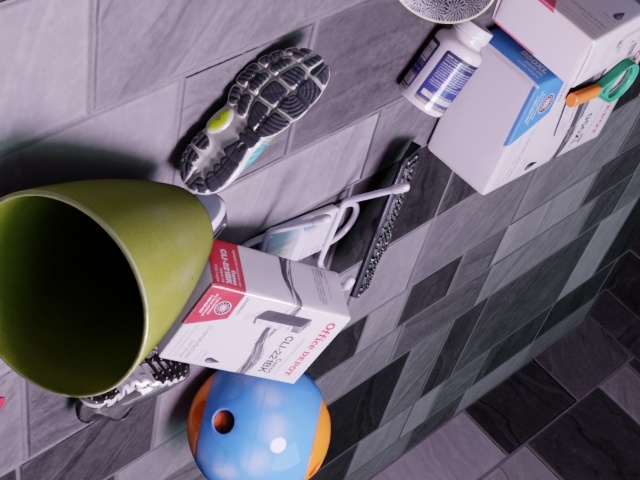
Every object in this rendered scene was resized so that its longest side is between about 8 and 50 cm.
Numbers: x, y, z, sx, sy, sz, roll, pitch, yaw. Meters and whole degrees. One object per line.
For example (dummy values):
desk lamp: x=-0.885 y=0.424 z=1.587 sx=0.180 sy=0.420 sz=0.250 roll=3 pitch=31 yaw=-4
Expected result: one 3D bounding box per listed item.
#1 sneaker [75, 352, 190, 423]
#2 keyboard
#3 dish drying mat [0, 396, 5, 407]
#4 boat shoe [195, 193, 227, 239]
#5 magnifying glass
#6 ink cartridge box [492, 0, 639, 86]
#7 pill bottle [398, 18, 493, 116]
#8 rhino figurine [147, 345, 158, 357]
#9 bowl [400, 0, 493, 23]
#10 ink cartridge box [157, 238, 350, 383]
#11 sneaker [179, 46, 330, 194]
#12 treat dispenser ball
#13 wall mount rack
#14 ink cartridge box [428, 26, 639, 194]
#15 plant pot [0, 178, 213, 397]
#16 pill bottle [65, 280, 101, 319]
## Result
sneaker: x=-0.339 y=0.263 z=1.997 sx=0.234 sy=0.078 sz=0.106 roll=-15 pitch=146 yaw=-43
keyboard: x=0.134 y=-0.044 z=2.210 sx=0.201 sy=0.033 sz=0.317 roll=-55 pitch=167 yaw=-65
dish drying mat: x=-0.529 y=0.260 z=1.758 sx=0.032 sy=0.008 sz=0.083 roll=-54 pitch=154 yaw=19
boat shoe: x=-0.233 y=0.020 z=1.771 sx=0.228 sy=0.080 sz=0.076 roll=-48 pitch=156 yaw=-12
magnifying glass: x=0.541 y=-0.292 z=2.164 sx=0.231 sy=0.026 sz=0.092 roll=-22 pitch=147 yaw=-42
ink cartridge box: x=0.488 y=-0.426 z=2.043 sx=0.283 sy=0.207 sz=0.117 roll=-31 pitch=155 yaw=-31
pill bottle: x=0.219 y=-0.305 z=1.945 sx=0.169 sy=0.094 sz=0.094 roll=-53 pitch=155 yaw=20
rhino figurine: x=-0.232 y=0.184 z=2.010 sx=0.243 sy=0.106 sz=0.073 roll=2 pitch=100 yaw=-58
bowl: x=0.191 y=-0.416 z=1.679 sx=0.170 sy=0.170 sz=0.080 roll=107 pitch=5 yaw=-47
ink cartridge box: x=-0.117 y=0.124 z=1.906 sx=0.273 sy=0.114 sz=0.197 roll=15 pitch=130 yaw=-31
sneaker: x=-0.101 y=-0.178 z=1.662 sx=0.275 sy=0.107 sz=0.110 roll=-43 pitch=177 yaw=7
treat dispenser ball: x=-0.123 y=0.376 z=2.265 sx=0.288 sy=0.288 sz=0.288 roll=-36 pitch=155 yaw=-20
wall mount rack: x=0.000 y=0.000 z=2.045 sx=0.350 sy=0.130 sz=0.304 roll=-24 pitch=149 yaw=-41
ink cartridge box: x=0.436 y=-0.296 z=2.224 sx=0.395 sy=0.166 sz=0.285 roll=-26 pitch=151 yaw=-37
plant pot: x=-0.273 y=0.024 z=1.522 sx=0.274 sy=0.275 sz=0.293 roll=-59 pitch=169 yaw=29
pill bottle: x=-0.383 y=0.133 z=1.668 sx=0.103 sy=0.103 sz=0.184 roll=-27 pitch=151 yaw=-35
